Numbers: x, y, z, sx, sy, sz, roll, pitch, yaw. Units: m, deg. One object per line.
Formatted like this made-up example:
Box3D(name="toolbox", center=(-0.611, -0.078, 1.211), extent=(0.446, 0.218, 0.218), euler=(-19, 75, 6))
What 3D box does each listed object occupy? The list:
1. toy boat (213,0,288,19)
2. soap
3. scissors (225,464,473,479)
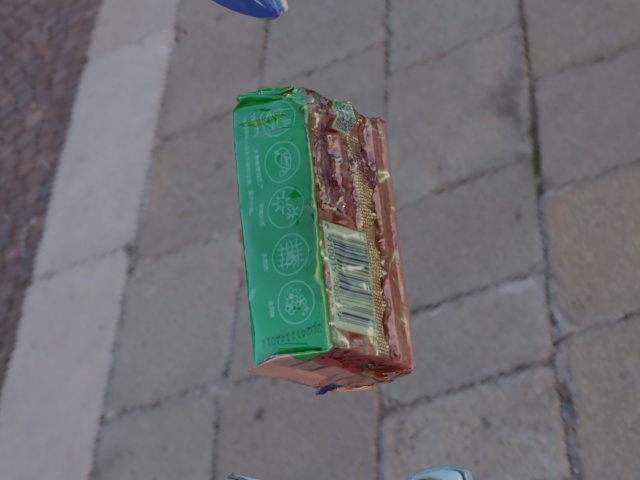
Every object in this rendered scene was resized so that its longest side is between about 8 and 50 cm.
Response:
Box3D(name="toy boat", center=(-0.119, -0.324, 1.398), extent=(0.088, 0.129, 0.295), euler=(-28, 60, -20))
Box3D(name="soap", center=(0.002, -0.001, 1.248), extent=(0.098, 0.218, 0.273), euler=(-16, 70, 26))
Box3D(name="scissors", center=(0.038, 0.328, 1.604), extent=(0.360, 0.191, 0.029), euler=(11, 12, 26))
